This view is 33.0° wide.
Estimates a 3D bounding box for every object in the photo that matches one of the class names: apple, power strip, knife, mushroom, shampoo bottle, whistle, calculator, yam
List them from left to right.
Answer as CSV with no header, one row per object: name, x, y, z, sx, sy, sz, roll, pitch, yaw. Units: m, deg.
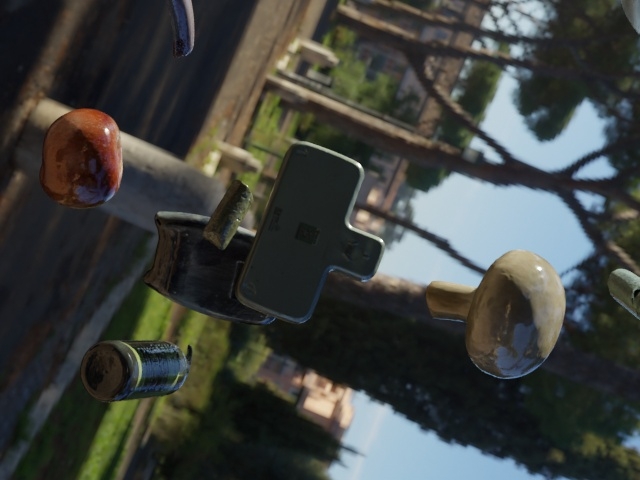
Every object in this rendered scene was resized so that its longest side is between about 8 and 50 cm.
apple,-0.480,-0.162,2.161,0.201,0.162,0.201,177,-90,-86
shampoo bottle,-0.298,0.222,1.867,0.101,0.101,0.284,-68,159,3
knife,-0.220,-0.351,1.559,0.278,0.053,0.123,77,27,-59
calculator,-0.177,0.052,1.877,0.040,0.268,0.177,-59,163,-68
yam,-0.126,-0.035,1.495,0.094,0.043,0.043,-59,177,-14
power strip,0.000,0.000,1.635,0.059,0.194,0.264,139,-28,-81
mushroom,0.274,0.110,1.717,0.207,0.215,0.207,-37,133,-55
whistle,0.549,0.098,1.863,0.312,0.062,0.062,-55,167,-83

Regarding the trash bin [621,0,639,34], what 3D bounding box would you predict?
trash bin,0.514,-0.391,1.484,0.262,0.217,0.277,8,92,-71
